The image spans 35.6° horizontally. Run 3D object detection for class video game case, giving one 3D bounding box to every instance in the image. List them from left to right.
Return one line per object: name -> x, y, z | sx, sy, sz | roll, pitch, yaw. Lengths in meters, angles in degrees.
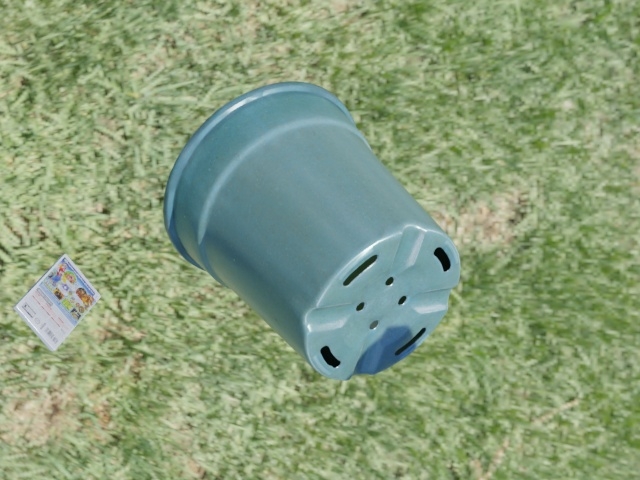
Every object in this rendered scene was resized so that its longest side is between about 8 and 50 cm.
video game case -> -0.382, 0.089, 1.455 | 0.087, 0.011, 0.122 | 55, 43, -20

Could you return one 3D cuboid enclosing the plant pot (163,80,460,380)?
plant pot -> 0.000, 0.000, 1.420 | 0.341, 0.334, 0.341 | -21, 134, -24
